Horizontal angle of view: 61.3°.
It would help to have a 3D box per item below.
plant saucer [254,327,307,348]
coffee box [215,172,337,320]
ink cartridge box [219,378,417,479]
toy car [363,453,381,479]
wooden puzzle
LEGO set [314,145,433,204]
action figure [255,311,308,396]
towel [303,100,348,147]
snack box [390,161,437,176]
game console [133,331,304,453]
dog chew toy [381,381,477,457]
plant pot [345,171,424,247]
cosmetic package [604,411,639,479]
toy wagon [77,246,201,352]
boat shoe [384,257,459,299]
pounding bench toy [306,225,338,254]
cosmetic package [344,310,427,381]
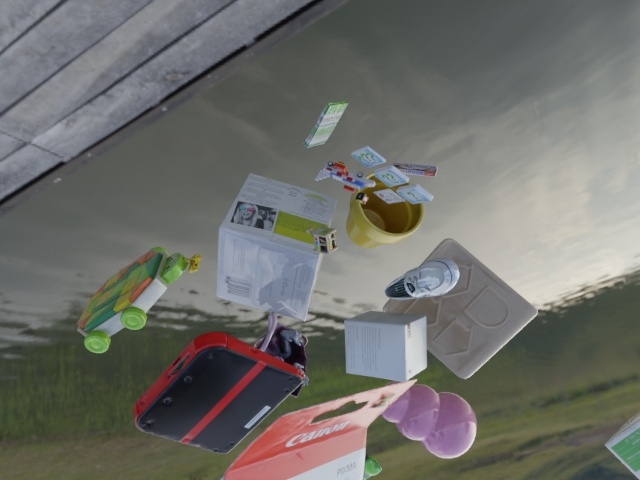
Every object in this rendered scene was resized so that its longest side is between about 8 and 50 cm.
[{"bbox_3d":[-0.148,0.369,1.994,0.198,0.036,0.199,-8,146,-6],"label":"plant saucer"},{"bbox_3d":[-0.155,0.021,1.922,0.337,0.334,0.338,15,131,2],"label":"coffee box"},{"bbox_3d":[-0.032,0.367,0.770,0.308,0.091,0.385,5,129,-50],"label":"ink cartridge box"},{"bbox_3d":[0.090,0.647,1.556,0.053,0.239,0.225,-43,-172,-31],"label":"toy car"},{"bbox_3d":[0.416,0.204,1.637,0.322,0.347,0.080,-52,176,24],"label":"wooden puzzle"},{"bbox_3d":[0.104,-0.116,1.178,0.182,0.060,0.244,34,167,-19],"label":"LEGO set"},{"bbox_3d":[-0.222,0.435,1.790,0.370,0.248,0.276,-20,127,31],"label":"action figure"},{"bbox_3d":[0.015,-0.345,1.594,0.113,0.023,0.152,-29,156,-54],"label":"towel"},{"bbox_3d":[0.353,-0.271,2.056,0.178,0.064,0.022,8,119,15],"label":"snack box"},{"bbox_3d":[-0.286,0.432,1.494,0.342,0.060,0.386,31,112,-33],"label":"game console"},{"bbox_3d":[0.335,0.568,1.760,0.331,0.207,0.207,25,148,-3],"label":"dog chew toy"},{"bbox_3d":[0.206,-0.086,1.939,0.253,0.254,0.239,-5,160,-22],"label":"plant pot"},{"bbox_3d":[1.018,0.635,1.479,0.155,0.365,0.197,-22,145,-32],"label":"cosmetic package"},{"bbox_3d":[-0.440,0.114,1.312,0.344,0.267,0.068,-32,118,17],"label":"toy wagon"},{"bbox_3d":[0.231,0.105,1.261,0.075,0.083,0.226,-19,169,-28],"label":"boat shoe"},{"bbox_3d":[0.000,0.000,1.515,0.083,0.065,0.052,13,-149,38],"label":"pounding bench toy"},{"bbox_3d":[0.181,0.284,1.483,0.183,0.152,0.151,1,-176,33],"label":"cosmetic package"}]
